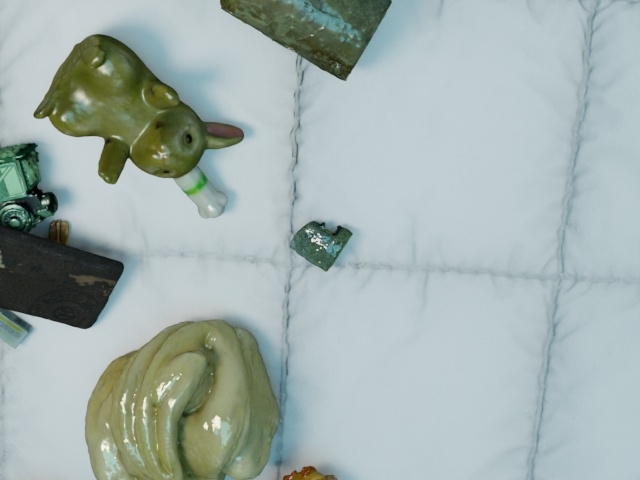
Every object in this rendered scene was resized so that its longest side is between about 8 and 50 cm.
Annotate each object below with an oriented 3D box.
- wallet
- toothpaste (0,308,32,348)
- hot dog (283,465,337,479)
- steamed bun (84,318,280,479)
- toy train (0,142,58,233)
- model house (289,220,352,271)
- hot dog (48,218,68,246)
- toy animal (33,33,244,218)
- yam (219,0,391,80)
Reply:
[{"bbox_3d":[-0.504,0.057,1.814,0.321,0.044,0.170,18,126,-28],"label":"wallet"},{"bbox_3d":[-0.582,0.124,1.904,0.164,0.034,0.046,38,102,-13],"label":"toothpaste"},{"bbox_3d":[-0.107,0.538,2.015,0.349,0.117,0.158,-41,124,11],"label":"hot dog"},{"bbox_3d":[-0.238,0.326,1.890,0.372,0.230,0.325,-38,108,6],"label":"steamed bun"},{"bbox_3d":[-0.574,-0.066,1.811,0.269,0.115,0.154,-11,106,6],"label":"toy train"},{"bbox_3d":[0.000,0.000,1.894,0.083,0.066,0.079,34,114,6],"label":"model house"},{"bbox_3d":[-0.452,0.004,1.883,0.037,0.021,0.083,4,106,-15],"label":"hot dog"},{"bbox_3d":[-0.269,-0.177,1.754,0.363,0.180,0.181,39,108,-12],"label":"toy animal"},{"bbox_3d":[-0.025,-0.377,1.724,0.268,0.161,0.161,30,103,-14],"label":"yam"}]
